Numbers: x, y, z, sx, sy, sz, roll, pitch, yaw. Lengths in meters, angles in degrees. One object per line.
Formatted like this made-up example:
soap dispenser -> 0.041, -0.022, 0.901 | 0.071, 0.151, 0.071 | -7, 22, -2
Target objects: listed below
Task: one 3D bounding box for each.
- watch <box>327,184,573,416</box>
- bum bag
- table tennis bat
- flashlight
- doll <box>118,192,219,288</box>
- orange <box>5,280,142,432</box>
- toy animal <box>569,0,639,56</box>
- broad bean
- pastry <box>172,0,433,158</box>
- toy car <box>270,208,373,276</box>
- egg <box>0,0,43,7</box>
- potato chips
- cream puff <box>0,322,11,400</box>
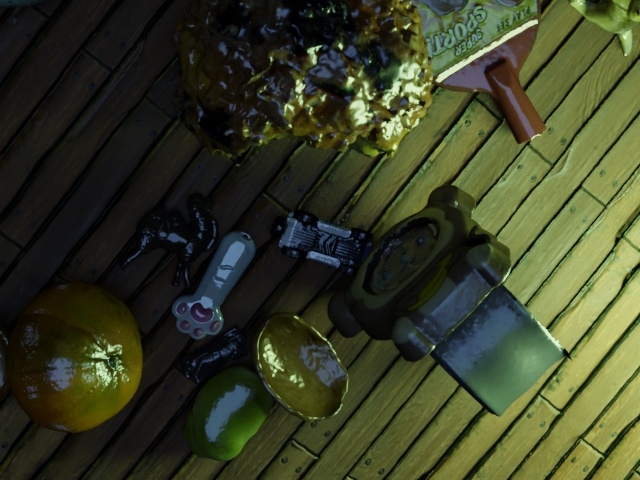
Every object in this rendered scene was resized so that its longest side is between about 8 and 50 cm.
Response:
watch -> 0.235, 0.133, 1.560 | 0.314, 0.335, 0.327 | -46, 111, 2
bum bag -> -0.181, 0.198, 1.671 | 0.124, 0.034, 0.057 | -32, 88, -2
table tennis bat -> 0.259, -0.351, 1.637 | 0.268, 0.051, 0.414 | -31, 99, -2
flashlight -> -0.175, 0.074, 1.645 | 0.093, 0.047, 0.200 | 31, 95, -12
doll -> -0.243, -0.007, 1.621 | 0.139, 0.057, 0.165 | 22, 87, -9
orange -> -0.382, 0.183, 1.546 | 0.171, 0.240, 0.240 | -7, 104, 36
toy animal -> 0.506, -0.394, 1.576 | 0.121, 0.233, 0.168 | -34, 94, -7
broad bean -> -0.159, 0.297, 1.673 | 0.124, 0.082, 0.174 | 29, 84, -14
pastry -> -0.019, -0.291, 1.483 | 0.405, 0.292, 0.337 | -1, 99, -12
toy car -> 0.000, 0.000, 1.645 | 0.171, 0.070, 0.080 | 17, 97, -12
egg -> -0.470, -0.420, 1.481 | 0.172, 0.132, 0.132 | -16, 101, 3
potato chips -> -0.039, 0.222, 1.677 | 0.202, 0.049, 0.150 | 40, 65, -11
cream puff -> -0.562, 0.193, 1.578 | 0.150, 0.115, 0.165 | -16, 92, -12
